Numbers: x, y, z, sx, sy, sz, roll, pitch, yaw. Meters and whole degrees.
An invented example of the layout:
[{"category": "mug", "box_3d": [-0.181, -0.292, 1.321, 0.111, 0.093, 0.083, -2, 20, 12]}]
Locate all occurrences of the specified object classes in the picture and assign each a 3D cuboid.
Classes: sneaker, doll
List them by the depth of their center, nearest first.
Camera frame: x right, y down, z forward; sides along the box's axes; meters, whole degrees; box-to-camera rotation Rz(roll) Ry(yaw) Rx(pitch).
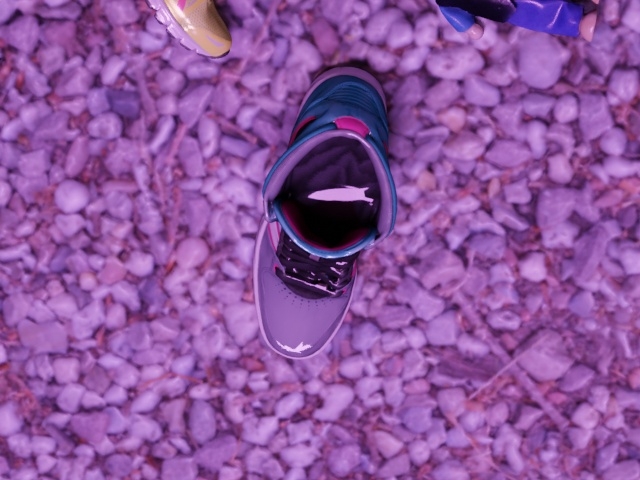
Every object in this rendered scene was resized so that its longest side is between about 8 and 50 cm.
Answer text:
[{"category": "sneaker", "box_3d": [-0.127, -0.264, 1.666, 0.094, 0.081, 0.208, -27, 105, 10]}, {"category": "doll", "box_3d": [0.164, -0.240, 1.675, 0.189, 0.046, 0.129, 12, 119, 6]}, {"category": "sneaker", "box_3d": [0.000, 0.000, 1.698, 0.123, 0.178, 0.296, 11, 110, -1]}]
